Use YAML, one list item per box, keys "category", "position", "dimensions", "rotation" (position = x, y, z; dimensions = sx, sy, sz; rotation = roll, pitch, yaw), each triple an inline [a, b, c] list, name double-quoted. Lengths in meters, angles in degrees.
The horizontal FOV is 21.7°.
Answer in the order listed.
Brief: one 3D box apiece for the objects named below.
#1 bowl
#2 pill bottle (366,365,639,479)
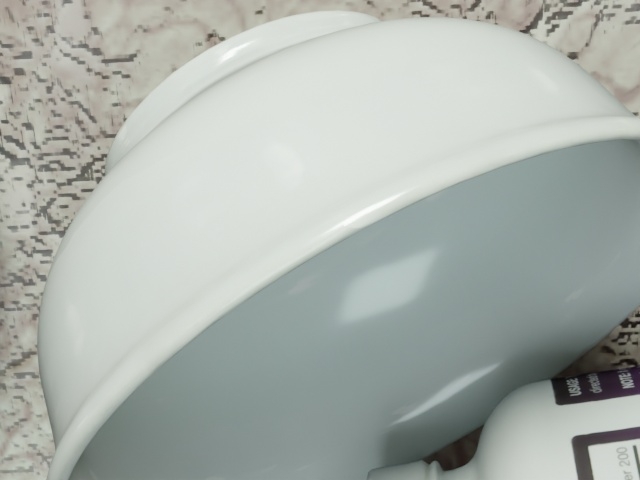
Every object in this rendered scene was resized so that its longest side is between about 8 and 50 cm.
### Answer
- category: "bowl"
  position: [0.000, 0.000, 0.692]
  dimensions: [0.298, 0.134, 0.298]
  rotation: [-25, 157, -11]
- category: "pill bottle"
  position: [0.189, 0.139, 0.734]
  dimensions: [0.323, 0.181, 0.181]
  rotation: [-9, 117, 6]
